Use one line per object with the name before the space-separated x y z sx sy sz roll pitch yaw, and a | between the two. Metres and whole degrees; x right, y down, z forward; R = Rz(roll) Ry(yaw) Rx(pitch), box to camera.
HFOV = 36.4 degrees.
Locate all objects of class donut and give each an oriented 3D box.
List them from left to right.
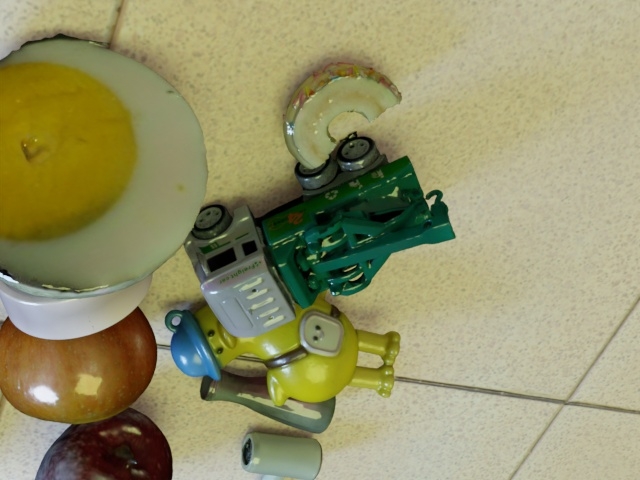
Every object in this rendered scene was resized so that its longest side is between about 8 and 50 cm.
donut | 0.014 -0.180 1.280 0.166 0.065 0.108 -35 128 12

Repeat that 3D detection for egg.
egg | -0.294 -0.059 1.161 0.337 0.337 0.201 -4 156 -13

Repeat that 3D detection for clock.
clock | -0.321 0.036 1.263 0.197 0.197 0.068 -13 130 -6

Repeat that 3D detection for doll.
doll | -0.059 0.152 1.487 0.363 0.145 0.199 12 83 -14

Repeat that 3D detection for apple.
apple | -0.341 0.149 1.340 0.235 0.210 0.173 -6 109 18

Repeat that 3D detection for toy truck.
toy truck | -0.003 -0.004 1.344 0.363 0.178 0.176 -22 130 5

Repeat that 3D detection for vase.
vase | -0.087 0.252 1.580 0.214 0.086 0.086 16 121 -21

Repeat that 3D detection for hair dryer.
hair dryer | -0.101 0.428 1.729 0.131 0.073 0.236 12 132 -22

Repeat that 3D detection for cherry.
cherry | -0.345 0.383 1.510 0.203 0.230 0.300 33 128 -20
